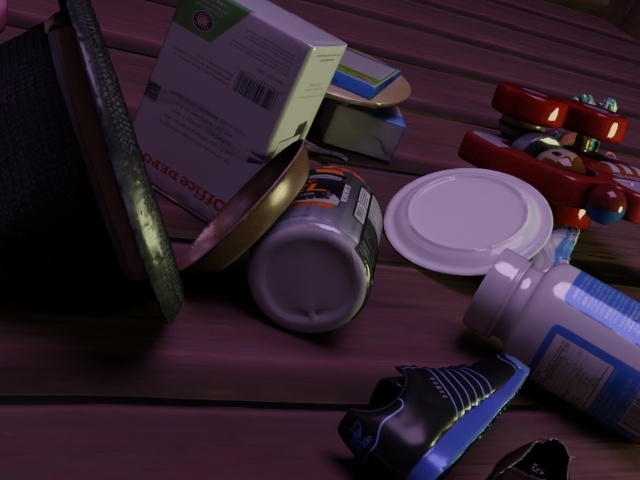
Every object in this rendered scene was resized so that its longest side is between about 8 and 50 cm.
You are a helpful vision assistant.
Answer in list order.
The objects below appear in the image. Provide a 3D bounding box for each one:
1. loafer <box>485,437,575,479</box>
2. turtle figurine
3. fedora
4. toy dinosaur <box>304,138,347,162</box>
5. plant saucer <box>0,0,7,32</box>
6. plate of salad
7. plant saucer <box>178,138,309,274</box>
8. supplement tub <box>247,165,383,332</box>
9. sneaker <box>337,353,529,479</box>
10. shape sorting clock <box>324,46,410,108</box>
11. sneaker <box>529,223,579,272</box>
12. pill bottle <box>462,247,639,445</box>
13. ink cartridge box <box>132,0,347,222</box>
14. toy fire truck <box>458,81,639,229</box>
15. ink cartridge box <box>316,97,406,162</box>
[{"bbox_3d":[0.141,0.207,0.790,0.080,0.078,0.220,28,24,8],"label":"loafer"},{"bbox_3d":[0.415,-0.174,1.782,0.175,0.118,0.234,-14,16,16],"label":"turtle figurine"},{"bbox_3d":[-0.225,-0.064,0.874,0.153,0.334,0.334,-18,36,-8],"label":"fedora"},{"bbox_3d":[-0.078,-0.181,1.414,0.268,0.064,0.118,28,29,-2],"label":"toy dinosaur"},{"bbox_3d":[-0.447,-0.176,0.938,0.332,0.084,0.332,3,20,-1],"label":"plant saucer"},{"bbox_3d":[0.176,-0.019,1.272,0.200,0.048,0.199,-3,40,3],"label":"plate of salad"},{"bbox_3d":[-0.066,-0.025,0.992,0.029,0.168,0.168,44,22,-10],"label":"plant saucer"},{"bbox_3d":[0.000,0.000,1.039,0.117,0.117,0.190,23,24,-3],"label":"supplement tub"},{"bbox_3d":[0.101,0.135,0.898,0.090,0.081,0.232,39,29,15],"label":"sneaker"},{"bbox_3d":[0.026,-0.233,1.481,0.206,0.040,0.206,16,24,-8],"label":"shape sorting clock"},{"bbox_3d":[0.267,0.016,1.311,0.083,0.071,0.191,23,23,11],"label":"sneaker"},{"bbox_3d":[0.261,0.099,1.064,0.222,0.124,0.124,32,25,14],"label":"pill bottle"},{"bbox_3d":[-0.095,-0.142,1.121,0.160,0.219,0.092,32,22,16],"label":"ink cartridge box"},{"bbox_3d":[0.348,-0.086,1.413,0.302,0.169,0.254,6,19,-36],"label":"toy fire truck"},{"bbox_3d":[0.053,-0.187,1.534,0.104,0.061,0.181,17,26,-13],"label":"ink cartridge box"}]
